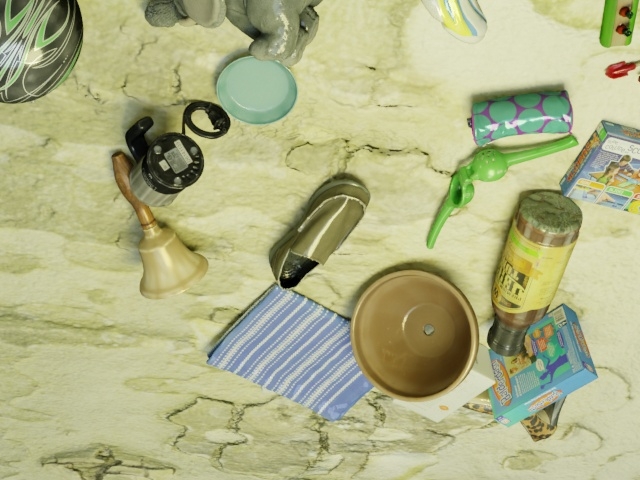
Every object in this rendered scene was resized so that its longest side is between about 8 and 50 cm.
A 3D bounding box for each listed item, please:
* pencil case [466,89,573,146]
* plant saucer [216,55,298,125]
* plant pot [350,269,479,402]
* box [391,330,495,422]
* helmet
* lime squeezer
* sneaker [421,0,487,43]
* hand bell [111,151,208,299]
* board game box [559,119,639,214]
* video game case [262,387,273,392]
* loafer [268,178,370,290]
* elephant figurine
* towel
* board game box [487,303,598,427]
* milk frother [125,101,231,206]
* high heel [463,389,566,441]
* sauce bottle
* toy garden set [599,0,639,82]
[{"bbox_3d":[0.300,-0.182,1.201,0.152,0.064,0.070,-7,117,6],"label":"pencil case"},{"bbox_3d":[-0.092,-0.224,1.176,0.119,0.021,0.119,-1,133,-1],"label":"plant saucer"},{"bbox_3d":[0.182,0.169,1.467,0.237,0.237,0.110,-29,169,23],"label":"plant pot"},{"bbox_3d":[0.240,0.270,1.609,0.130,0.091,0.170,29,126,-27],"label":"box"},{"bbox_3d":[-0.389,-0.262,1.032,0.169,0.161,0.169,-1,134,-1],"label":"helmet"},{"bbox_3d":[0.259,-0.093,1.304,0.310,0.059,0.110,-39,153,28],"label":"lime squeezer"},{"bbox_3d":[0.158,-0.347,0.951,0.126,0.091,0.240,-32,124,25],"label":"sneaker"},{"bbox_3d":[-0.285,-0.035,1.310,0.126,0.126,0.242,-13,121,10],"label":"hand bell"},{"bbox_3d":[0.511,-0.109,1.298,0.201,0.035,0.136,13,132,-14],"label":"board game box"},{"bbox_3d":[-0.083,0.273,1.656,0.087,0.011,0.122,-4,134,1],"label":"video game case"},{"bbox_3d":[0.000,0.000,1.346,0.094,0.087,0.251,23,129,-22],"label":"loafer"},{"bbox_3d":[-0.122,-0.317,0.982,0.239,0.169,0.186,23,109,8],"label":"elephant figurine"},{"bbox_3d":[-0.026,0.233,1.589,0.336,0.040,0.243,30,120,-27],"label":"towel"},{"bbox_3d":[0.414,0.241,1.542,0.047,0.160,0.210,33,125,-29],"label":"board game box"},{"bbox_3d":[-0.213,-0.132,1.216,0.143,0.129,0.135,-15,178,-26],"label":"milk frother"},{"bbox_3d":[0.397,0.380,1.714,0.261,0.093,0.186,-1,128,-13],"label":"high heel"},{"bbox_3d":[0.364,0.075,1.415,0.111,0.111,0.344,2,132,-4],"label":"sauce bottle"},{"bbox_3d":[0.520,-0.284,1.122,0.244,0.049,0.203,-5,133,3],"label":"toy garden set"}]
